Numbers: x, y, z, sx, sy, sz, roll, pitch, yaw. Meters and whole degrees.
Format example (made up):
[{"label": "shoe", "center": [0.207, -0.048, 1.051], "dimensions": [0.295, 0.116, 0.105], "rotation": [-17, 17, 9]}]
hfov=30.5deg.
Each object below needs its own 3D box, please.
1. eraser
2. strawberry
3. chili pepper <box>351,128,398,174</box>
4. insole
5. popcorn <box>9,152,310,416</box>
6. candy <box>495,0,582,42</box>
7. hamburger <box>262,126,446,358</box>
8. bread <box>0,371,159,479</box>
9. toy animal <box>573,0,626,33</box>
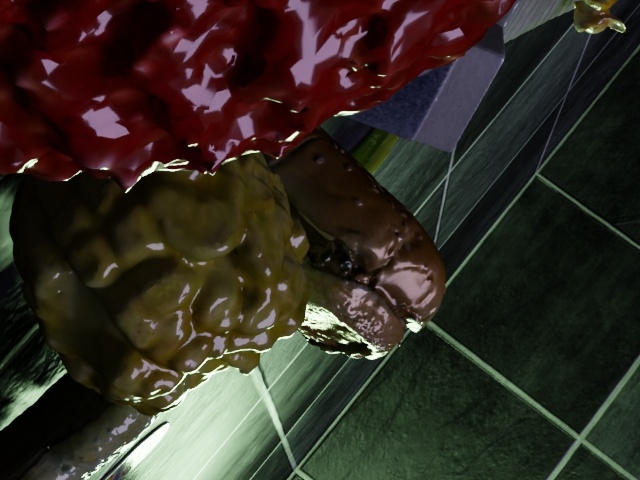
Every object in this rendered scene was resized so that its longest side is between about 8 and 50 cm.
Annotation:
[{"label": "eraser", "center": [0.007, -0.135, 0.778], "dimensions": [0.046, 0.212, 0.092], "rotation": [-81, -166, -48]}, {"label": "strawberry", "center": [-0.087, -0.132, 0.395], "dimensions": [0.351, 0.267, 0.312], "rotation": [-26, 170, -4]}, {"label": "chili pepper", "center": [0.057, -0.103, 1.425], "dimensions": [0.208, 0.043, 0.049], "rotation": [-49, 143, -37]}, {"label": "insole", "center": [-0.251, 0.288, 1.463], "dimensions": [0.197, 0.004, 0.065], "rotation": [-41, 163, -43]}, {"label": "popcorn", "center": [-0.108, -0.004, 0.780], "dimensions": [0.181, 0.217, 0.235], "rotation": [-25, 171, -2]}, {"label": "candy", "center": [0.210, -0.319, 1.125], "dimensions": [0.358, 0.145, 0.208], "rotation": [-32, 156, -55]}, {"label": "hamburger", "center": [0.000, 0.000, 0.995], "dimensions": [0.146, 0.243, 0.286], "rotation": [-46, 133, -8]}, {"label": "bread", "center": [-0.209, 0.159, 0.946], "dimensions": [0.207, 0.056, 0.286], "rotation": [-41, -172, -8]}, {"label": "toy animal", "center": [0.279, -0.239, 1.144], "dimensions": [0.081, 0.060, 0.083], "rotation": [-46, 158, -17]}]
